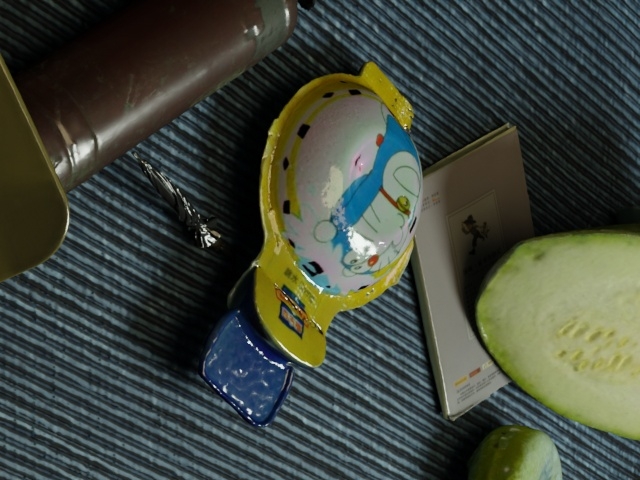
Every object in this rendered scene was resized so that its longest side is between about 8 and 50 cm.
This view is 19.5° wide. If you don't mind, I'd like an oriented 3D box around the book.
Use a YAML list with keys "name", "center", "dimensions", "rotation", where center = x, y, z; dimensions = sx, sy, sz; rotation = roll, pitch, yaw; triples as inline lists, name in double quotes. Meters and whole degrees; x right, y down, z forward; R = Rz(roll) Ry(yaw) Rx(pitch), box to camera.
- name: "book"
  center: [0.113, 0.022, 1.324]
  dimensions: [0.127, 0.014, 0.182]
  rotation: [-29, 115, -40]

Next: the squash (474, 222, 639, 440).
- name: "squash"
  center: [0.255, 0.079, 1.325]
  dimensions: [0.260, 0.189, 0.189]
  rotation: [-5, 99, -42]

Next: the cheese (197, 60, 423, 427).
- name: "cheese"
  center: [0.000, 0.000, 1.171]
  dimensions: [0.156, 0.064, 0.250]
  rotation: [45, 61, -37]

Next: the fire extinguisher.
- name: "fire extinguisher"
  center: [-0.088, -0.105, 1.072]
  dimensions: [0.267, 0.072, 0.089]
  rotation: [-39, 157, -35]

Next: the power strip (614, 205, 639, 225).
- name: "power strip"
  center: [0.306, -0.025, 1.493]
  dimensions: [0.216, 0.044, 0.137]
  rotation: [-53, 129, -28]

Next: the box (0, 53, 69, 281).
- name: "box"
  center: [-0.219, -0.068, 0.887]
  dimensions: [0.144, 0.090, 0.201]
  rotation: [-25, 116, -2]

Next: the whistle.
- name: "whistle"
  center: [0.146, 0.225, 1.361]
  dimensions: [0.104, 0.057, 0.198]
  rotation: [-50, 137, -48]

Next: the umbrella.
- name: "umbrella"
  center: [-0.079, -0.018, 1.106]
  dimensions: [0.149, 0.022, 0.022]
  rotation: [58, 43, -52]
